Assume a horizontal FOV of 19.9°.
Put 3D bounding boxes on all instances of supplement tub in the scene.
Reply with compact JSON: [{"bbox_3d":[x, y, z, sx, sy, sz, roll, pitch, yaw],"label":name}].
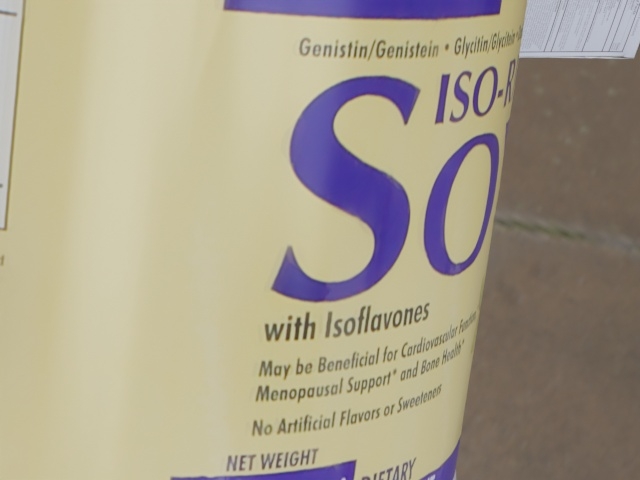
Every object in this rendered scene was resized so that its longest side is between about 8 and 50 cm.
[{"bbox_3d":[-0.057,-0.069,0.558,0.241,0.331,0.241,7,15,-2],"label":"supplement tub"}]

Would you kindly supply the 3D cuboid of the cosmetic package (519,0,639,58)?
[{"bbox_3d":[0.120,-0.208,1.148,0.099,0.060,0.239,-1,42,-19],"label":"cosmetic package"}]
